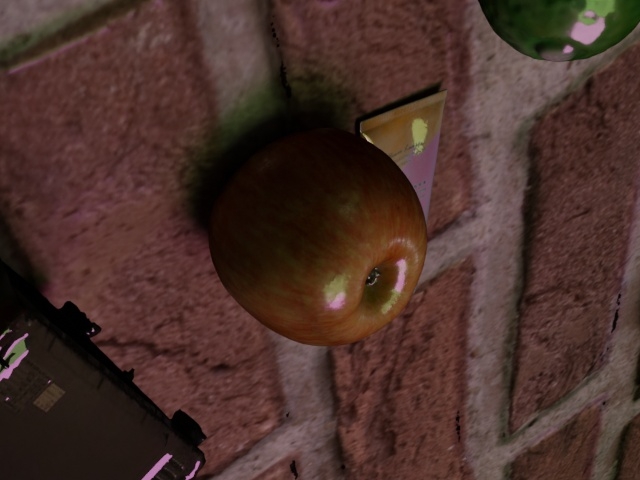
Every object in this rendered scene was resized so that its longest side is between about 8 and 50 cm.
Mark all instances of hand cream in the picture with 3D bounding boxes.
[{"bbox_3d":[0.054,-0.030,1.133,0.076,0.047,0.174,-23,138,-27],"label":"hand cream"}]

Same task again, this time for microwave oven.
[{"bbox_3d":[-0.208,0.088,0.834,0.178,0.188,0.247,-44,148,-5],"label":"microwave oven"}]

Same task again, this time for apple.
[{"bbox_3d":[0.000,0.000,1.012,0.146,0.131,0.146,-28,143,-24],"label":"apple"}]

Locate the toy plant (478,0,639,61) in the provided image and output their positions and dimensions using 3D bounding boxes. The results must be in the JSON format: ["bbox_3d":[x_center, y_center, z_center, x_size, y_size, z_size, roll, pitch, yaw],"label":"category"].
[{"bbox_3d":[0.114,-0.210,0.750,0.175,0.235,0.218,-19,144,-37],"label":"toy plant"}]
